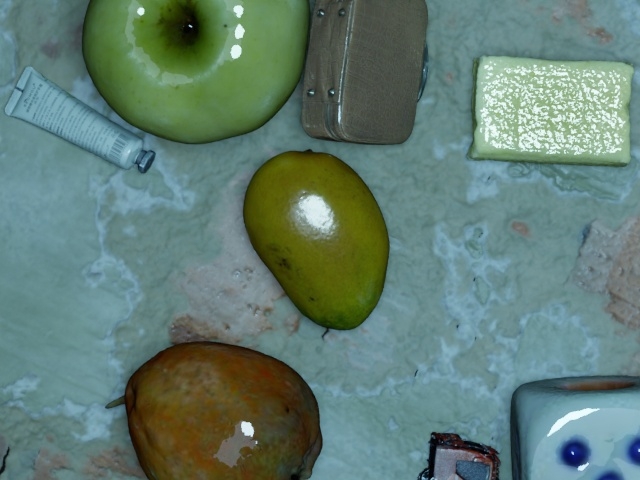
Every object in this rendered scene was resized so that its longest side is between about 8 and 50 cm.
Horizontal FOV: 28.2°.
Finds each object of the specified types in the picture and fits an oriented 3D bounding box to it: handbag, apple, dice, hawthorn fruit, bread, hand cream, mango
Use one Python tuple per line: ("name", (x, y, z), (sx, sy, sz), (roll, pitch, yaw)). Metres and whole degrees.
("handbag", (0.055, -0.204, 1.474), (0.072, 0.151, 0.193), (5, 87, 44))
("apple", (-0.129, -0.231, 1.428), (0.262, 0.262, 0.262), (0, 91, 4))
("dice", (0.315, 0.254, 1.432), (0.194, 0.193, 0.191), (-4, 91, 3))
("hawthorn fruit", (-0.133, 0.213, 1.466), (0.262, 0.210, 0.210), (20, 92, 15))
("bread", (0.270, -0.153, 1.493), (0.188, 0.068, 0.125), (3, 91, 5))
("hand cream", (-0.290, -0.140, 1.548), (0.194, 0.042, 0.067), (30, 100, 8))
("mango", (0.004, -0.005, 1.489), (0.152, 0.120, 0.221), (-35, 95, 7))

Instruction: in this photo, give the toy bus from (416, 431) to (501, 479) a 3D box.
("toy bus", (0.157, 0.348, 1.509), (0.096, 0.073, 0.234), (7, 91, -5))
